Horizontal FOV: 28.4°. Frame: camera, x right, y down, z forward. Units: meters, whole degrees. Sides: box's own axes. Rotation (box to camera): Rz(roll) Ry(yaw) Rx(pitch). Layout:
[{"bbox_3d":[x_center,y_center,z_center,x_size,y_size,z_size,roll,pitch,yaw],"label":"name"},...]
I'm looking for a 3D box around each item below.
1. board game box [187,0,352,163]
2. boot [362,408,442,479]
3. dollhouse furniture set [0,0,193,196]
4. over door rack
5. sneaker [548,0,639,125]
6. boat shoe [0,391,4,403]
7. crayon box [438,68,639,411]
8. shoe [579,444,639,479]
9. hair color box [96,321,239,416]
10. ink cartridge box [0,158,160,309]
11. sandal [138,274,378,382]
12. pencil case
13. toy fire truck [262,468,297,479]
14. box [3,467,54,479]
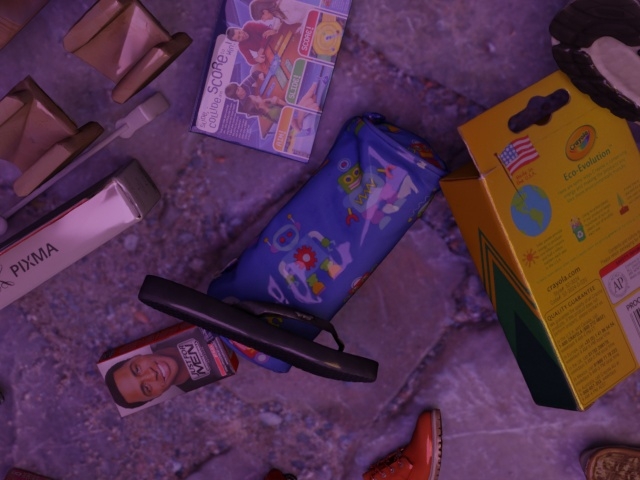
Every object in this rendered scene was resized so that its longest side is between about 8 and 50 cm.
[{"bbox_3d":[-0.051,-0.196,1.341,0.136,0.035,0.201,16,103,-2],"label":"board game box"},{"bbox_3d":[0.093,0.259,1.435,0.084,0.059,0.158,14,104,3],"label":"boot"},{"bbox_3d":[-0.249,-0.319,1.217,0.394,0.256,0.362,-41,99,15],"label":"dollhouse furniture set"},{"bbox_3d":[-0.364,-0.136,1.328,0.324,0.108,0.239,-36,101,9],"label":"over door rack"},{"bbox_3d":[0.413,-0.160,1.281,0.410,0.158,0.182,41,60,-26],"label":"sneaker"},{"bbox_3d":[-0.450,0.202,1.431,0.183,0.065,0.083,-35,99,8],"label":"boat shoe"},{"bbox_3d":[0.256,-0.012,1.306,0.202,0.081,0.318,-30,103,-26],"label":"crayon box"},{"bbox_3d":[0.398,0.275,1.434,0.219,0.058,0.076,17,83,-6],"label":"shoe"},{"bbox_3d":[-0.170,0.138,1.419,0.141,0.043,0.072,-22,103,7],"label":"hair color box"},{"bbox_3d":[-0.307,0.025,1.296,0.275,0.239,0.060,-31,100,9],"label":"ink cartridge box"},{"bbox_3d":[-0.054,0.080,1.260,0.254,0.097,0.054,23,77,-6],"label":"sandal"},{"bbox_3d":[0.000,0.000,1.344,0.133,0.119,0.306,42,102,7],"label":"pencil case"},{"bbox_3d":[-0.017,0.370,1.456,0.192,0.047,0.135,36,104,4],"label":"toy fire truck"},{"bbox_3d":[-0.325,0.367,1.369,0.122,0.257,0.128,19,103,-5],"label":"box"}]
